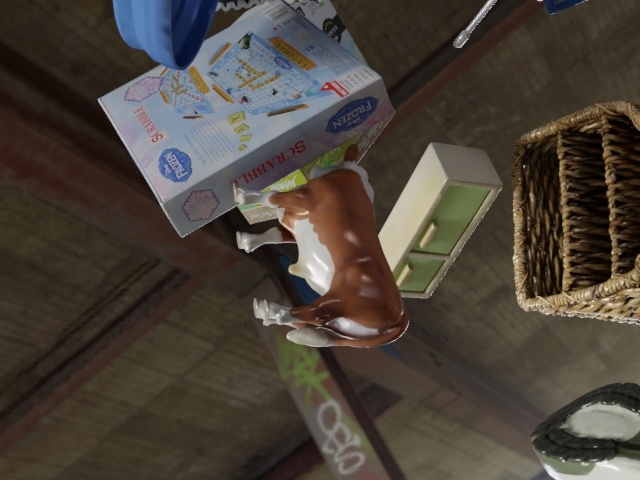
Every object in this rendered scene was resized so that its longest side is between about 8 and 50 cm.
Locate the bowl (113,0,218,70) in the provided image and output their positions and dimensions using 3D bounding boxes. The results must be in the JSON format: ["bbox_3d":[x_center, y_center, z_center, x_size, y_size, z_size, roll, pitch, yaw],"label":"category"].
[{"bbox_3d":[-0.162,-0.408,1.033,0.077,0.391,0.391,14,-44,-1],"label":"bowl"}]

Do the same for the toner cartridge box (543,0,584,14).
[{"bbox_3d":[0.463,-0.469,1.200,0.348,0.075,0.165,-20,-55,19],"label":"toner cartridge box"}]

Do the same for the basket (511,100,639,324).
[{"bbox_3d":[0.411,-0.049,1.201,0.223,0.299,0.213,9,-23,-6],"label":"basket"}]

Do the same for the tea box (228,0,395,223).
[{"bbox_3d":[-0.073,-0.265,1.647,0.220,0.329,0.323,-11,-57,42],"label":"tea box"}]

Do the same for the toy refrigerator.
[{"bbox_3d":[0.177,-0.022,1.369,0.102,0.094,0.269,6,-45,-23],"label":"toy refrigerator"}]

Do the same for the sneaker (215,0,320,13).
[{"bbox_3d":[-0.113,-0.416,1.324,0.234,0.078,0.106,-9,-64,-11],"label":"sneaker"}]

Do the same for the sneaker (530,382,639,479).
[{"bbox_3d":[0.390,0.258,0.814,0.158,0.410,0.182,-37,-76,-16],"label":"sneaker"}]

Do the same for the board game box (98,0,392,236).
[{"bbox_3d":[-0.115,-0.184,1.163,0.318,0.318,0.066,-30,-48,-7],"label":"board game box"}]

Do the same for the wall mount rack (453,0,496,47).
[{"bbox_3d":[0.251,-0.476,1.479,0.350,0.304,0.130,26,-101,-18],"label":"wall mount rack"}]

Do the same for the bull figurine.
[{"bbox_3d":[0.000,0.000,1.023,0.188,0.310,0.101,-7,-44,-14],"label":"bull figurine"}]
